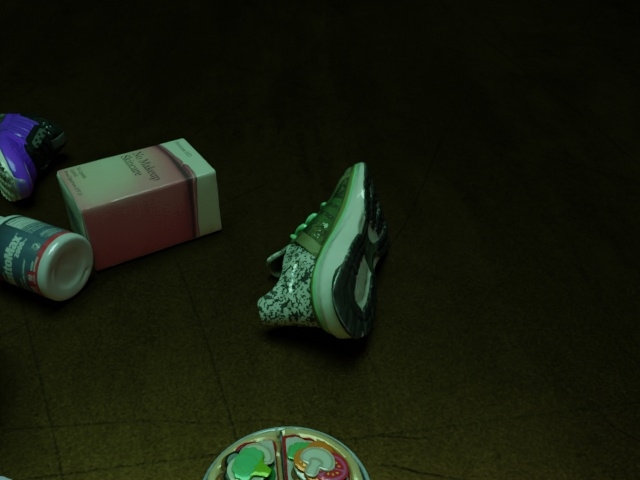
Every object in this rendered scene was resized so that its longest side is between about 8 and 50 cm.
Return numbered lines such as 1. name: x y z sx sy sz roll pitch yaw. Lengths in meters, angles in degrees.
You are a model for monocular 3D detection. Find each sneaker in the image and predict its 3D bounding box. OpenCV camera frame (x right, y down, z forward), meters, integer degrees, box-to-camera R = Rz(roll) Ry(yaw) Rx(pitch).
1. sneaker: -0.577 -0.185 1.323 0.146 0.102 0.293 -16 40 -22
2. sneaker: 0.000 0.000 1.069 0.182 0.158 0.410 -8 29 18

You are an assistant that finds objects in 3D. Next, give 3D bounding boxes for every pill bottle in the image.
1. pill bottle: -0.460 0.020 1.045 0.180 0.108 0.108 16 39 20

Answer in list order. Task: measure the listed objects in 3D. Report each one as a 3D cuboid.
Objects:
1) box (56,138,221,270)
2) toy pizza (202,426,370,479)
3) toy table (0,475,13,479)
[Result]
1. box: -0.308 -0.068 1.149 0.232 0.127 0.148 -21 41 -26
2. toy pizza: -0.039 0.288 0.754 0.201 0.032 0.201 0 37 0
3. toy table: -0.417 0.300 0.626 0.252 0.161 0.274 13 39 16
